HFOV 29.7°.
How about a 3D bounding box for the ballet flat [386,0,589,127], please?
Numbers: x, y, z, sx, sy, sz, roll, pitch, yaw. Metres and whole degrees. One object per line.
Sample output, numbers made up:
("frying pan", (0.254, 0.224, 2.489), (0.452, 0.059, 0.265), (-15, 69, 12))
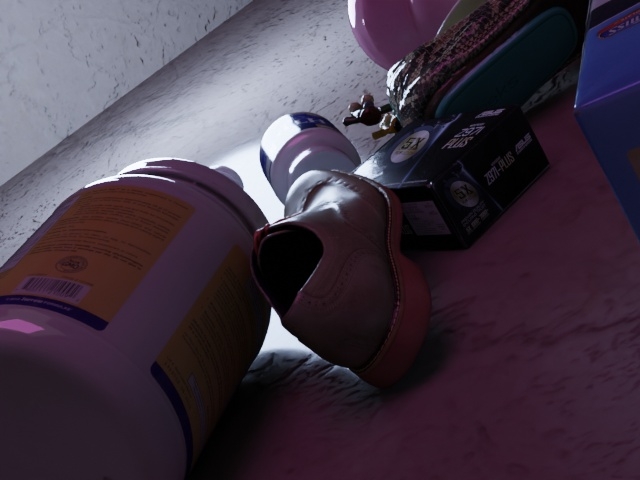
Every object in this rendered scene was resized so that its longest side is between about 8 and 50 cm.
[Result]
("ballet flat", (0.280, -0.287, 1.404), (0.483, 0.164, 0.182), (-34, 44, 0))

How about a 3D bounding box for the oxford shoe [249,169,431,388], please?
("oxford shoe", (0.000, 0.000, 1.106), (0.123, 0.130, 0.348), (-61, 20, 14))

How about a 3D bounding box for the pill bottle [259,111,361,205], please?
("pill bottle", (-0.009, -0.088, 1.463), (0.112, 0.112, 0.186), (-32, 19, 0))

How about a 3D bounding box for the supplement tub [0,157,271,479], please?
("supplement tub", (-0.184, 0.087, 1.094), (0.241, 0.241, 0.331), (-21, 21, 28))

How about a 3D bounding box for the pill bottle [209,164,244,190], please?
("pill bottle", (-0.150, -0.041, 1.606), (0.086, 0.086, 0.152), (-24, 20, 22))

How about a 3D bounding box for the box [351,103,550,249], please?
("box", (0.119, -0.062, 1.252), (0.147, 0.077, 0.180), (-41, 21, -28))

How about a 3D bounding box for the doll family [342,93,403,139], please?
("doll family", (0.126, -0.170, 1.523), (0.193, 0.076, 0.111), (-29, 14, 0))

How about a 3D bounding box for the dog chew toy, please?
("dog chew toy", (0.187, -0.332, 1.634), (0.206, 0.206, 0.332), (-42, 24, -28))

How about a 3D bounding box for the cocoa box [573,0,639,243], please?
("cocoa box", (0.358, -0.093, 0.715), (0.347, 0.231, 0.228), (-22, 21, 26))
